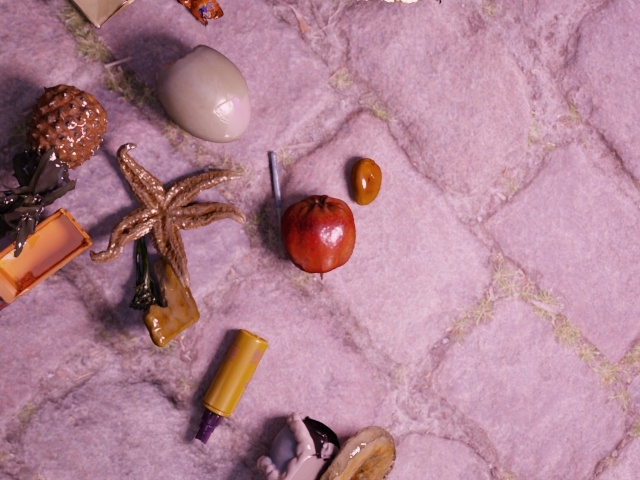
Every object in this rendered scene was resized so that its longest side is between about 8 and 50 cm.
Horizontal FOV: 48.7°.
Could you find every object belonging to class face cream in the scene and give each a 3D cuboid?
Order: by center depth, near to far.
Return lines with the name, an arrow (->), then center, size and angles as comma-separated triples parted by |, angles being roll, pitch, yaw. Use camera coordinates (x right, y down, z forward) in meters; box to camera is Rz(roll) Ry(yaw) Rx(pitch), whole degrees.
face cream -> -0.215, 0.341, 1.635 | 0.078, 0.078, 0.273 | 28, 86, -14

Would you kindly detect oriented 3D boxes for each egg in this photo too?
egg -> -0.245, -0.308, 1.539 | 0.183, 0.183, 0.217 | -37, 108, -9

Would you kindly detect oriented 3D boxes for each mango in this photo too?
mango -> 0.108, -0.140, 1.694 | 0.080, 0.060, 0.114 | 8, 89, -30

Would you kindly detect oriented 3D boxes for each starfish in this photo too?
starfish -> -0.347, -0.068, 1.568 | 0.375, 0.094, 0.327 | -44, 95, -17

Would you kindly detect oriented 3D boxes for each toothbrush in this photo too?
toothbrush -> -0.101, -0.099, 1.667 | 0.016, 0.019, 0.219 | -5, 95, -8

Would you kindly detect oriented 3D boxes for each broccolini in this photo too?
broccolini -> -0.403, 0.066, 1.584 | 0.074, 0.058, 0.201 | -9, 93, 1

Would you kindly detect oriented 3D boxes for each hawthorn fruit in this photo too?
hawthorn fruit -> 0.000, 0.000, 1.625 | 0.179, 0.179, 0.200 | -14, 113, -12

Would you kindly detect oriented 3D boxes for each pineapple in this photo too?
pineapple -> -0.563, -0.140, 1.440 | 0.165, 0.165, 0.364 | 25, 68, -14

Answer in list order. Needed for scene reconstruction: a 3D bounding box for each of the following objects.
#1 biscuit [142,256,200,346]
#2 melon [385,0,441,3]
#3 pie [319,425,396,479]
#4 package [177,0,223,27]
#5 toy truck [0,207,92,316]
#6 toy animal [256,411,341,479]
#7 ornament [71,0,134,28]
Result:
biscuit -> -0.341, 0.132, 1.556 | 0.039, 0.183, 0.174 | -17, 103, 23
melon -> 0.175, -0.612, 1.689 | 0.262, 0.053, 0.114 | 9, 99, -14
pie -> 0.087, 0.555, 1.661 | 0.274, 0.055, 0.274 | -29, 134, -36
package -> -0.273, -0.536, 1.592 | 0.077, 0.033, 0.110 | -38, 96, 1
toy truck -> -0.618, 0.050, 1.491 | 0.270, 0.135, 0.114 | -39, 102, -9
toy animal -> -0.052, 0.512, 1.641 | 0.204, 0.156, 0.208 | -53, 141, -3
ornament -> -0.483, -0.550, 1.532 | 0.201, 0.059, 0.180 | 4, 93, -11
